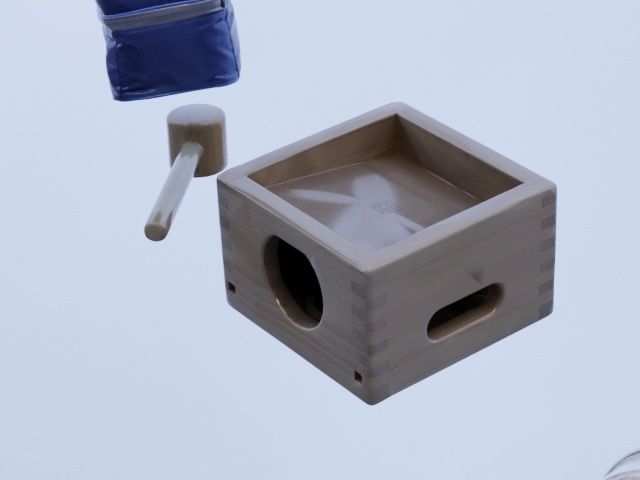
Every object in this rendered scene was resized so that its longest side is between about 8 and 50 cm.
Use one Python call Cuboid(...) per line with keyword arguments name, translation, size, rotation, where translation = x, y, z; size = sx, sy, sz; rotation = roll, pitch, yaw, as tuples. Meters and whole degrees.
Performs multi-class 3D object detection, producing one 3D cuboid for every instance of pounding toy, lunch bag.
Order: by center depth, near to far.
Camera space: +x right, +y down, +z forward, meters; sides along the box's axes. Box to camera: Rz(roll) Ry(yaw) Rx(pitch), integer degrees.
Cuboid(name="lunch bag", translation=(-0.077, -0.112, 0.918), size=(0.067, 0.098, 0.065), rotation=(-10, -74, -4))
Cuboid(name="pounding toy", translation=(-0.011, 0.001, 0.985), size=(0.206, 0.181, 0.094), rotation=(32, -44, 43))

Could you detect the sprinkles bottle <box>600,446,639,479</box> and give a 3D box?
Cuboid(name="sprinkles bottle", translation=(0.269, 0.234, 1.489), size=(0.121, 0.121, 0.355), rotation=(4, -1, 14))
